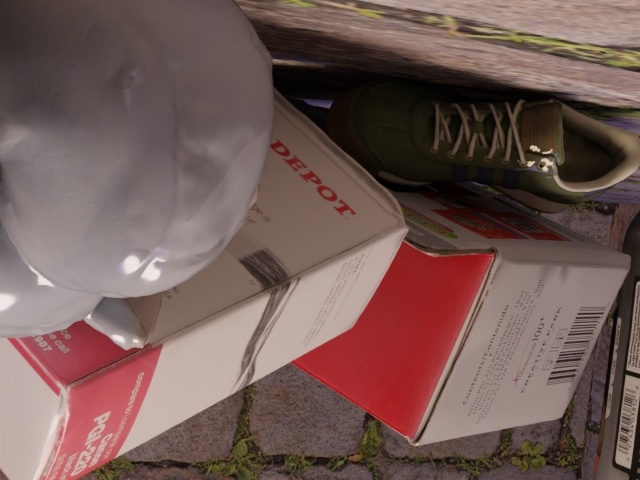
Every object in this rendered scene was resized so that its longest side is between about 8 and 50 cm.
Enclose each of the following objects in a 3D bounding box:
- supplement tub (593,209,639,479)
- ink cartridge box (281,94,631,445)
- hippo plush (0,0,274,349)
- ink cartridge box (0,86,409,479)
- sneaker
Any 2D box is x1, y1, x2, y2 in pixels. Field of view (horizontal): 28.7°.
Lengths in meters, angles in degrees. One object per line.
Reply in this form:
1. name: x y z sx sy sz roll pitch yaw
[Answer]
1. supplement tub: 0.322 0.100 0.944 0.207 0.338 0.207 7 -178 0
2. ink cartridge box: 0.000 0.000 0.825 0.309 0.130 0.272 29 -166 33
3. hippo plush: -0.130 0.017 0.390 0.294 0.234 0.237 -29 169 41
4. ink cartridge box: -0.089 0.001 0.600 0.218 0.092 0.158 -26 -119 -42
5. sneaker: 0.106 -0.064 0.739 0.192 0.064 0.086 13 163 -30
